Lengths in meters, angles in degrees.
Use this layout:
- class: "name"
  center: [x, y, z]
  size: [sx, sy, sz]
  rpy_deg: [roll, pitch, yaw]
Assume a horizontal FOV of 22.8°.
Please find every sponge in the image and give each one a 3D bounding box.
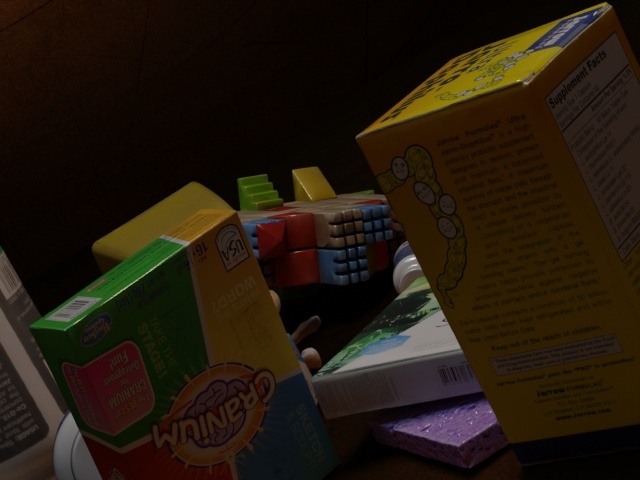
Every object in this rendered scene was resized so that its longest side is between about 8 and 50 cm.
- class: "sponge"
  center: [0.142, 0.181, 1.638]
  size: [0.117, 0.031, 0.210]
  rpy_deg: [-31, 12, -20]

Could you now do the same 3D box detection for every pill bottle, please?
- class: "pill bottle"
  center: [-0.419, 0.188, 2.009]
  size: [0.204, 0.361, 0.204]
  rpy_deg: [-26, 13, 6]
- class: "pill bottle"
  center: [-0.223, 0.239, 1.772]
  size: [0.152, 0.152, 0.272]
  rpy_deg: [-30, 1, -11]
- class: "pill bottle"
  center: [0.130, 0.044, 2.113]
  size: [0.067, 0.067, 0.120]
  rpy_deg: [-25, 13, 10]

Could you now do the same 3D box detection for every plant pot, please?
- class: "plant pot"
  center: [-0.185, 0.059, 2.432]
  size: [0.212, 0.212, 0.187]
  rpy_deg: [-34, 27, -27]

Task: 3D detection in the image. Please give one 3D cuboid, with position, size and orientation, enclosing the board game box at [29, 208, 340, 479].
- class: "board game box"
  center: [-0.129, 0.162, 1.617]
  size: [0.064, 0.316, 0.242]
  rpy_deg: [2, 31, 47]

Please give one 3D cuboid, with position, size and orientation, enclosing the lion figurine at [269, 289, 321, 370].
- class: "lion figurine"
  center: [-0.180, 0.156, 2.112]
  size: [0.240, 0.142, 0.392]
  rpy_deg: [-19, -1, -30]

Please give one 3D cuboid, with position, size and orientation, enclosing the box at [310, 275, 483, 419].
- class: "box"
  center: [0.158, 0.096, 1.771]
  size: [0.232, 0.058, 0.322]
  rpy_deg: [-13, 11, 29]

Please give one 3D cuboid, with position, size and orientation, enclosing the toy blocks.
- class: "toy blocks"
  center: [0.000, 0.000, 2.257]
  size: [0.381, 0.190, 0.261]
  rpy_deg: [-11, 8, -33]

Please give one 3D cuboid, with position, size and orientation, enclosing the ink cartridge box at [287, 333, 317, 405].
- class: "ink cartridge box"
  center: [-0.045, 0.178, 1.899]
  size: [0.052, 0.088, 0.122]
  rpy_deg: [-25, 13, 10]

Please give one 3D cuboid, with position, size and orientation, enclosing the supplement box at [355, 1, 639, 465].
- class: "supplement box"
  center: [0.224, -0.002, 1.459]
  size: [0.195, 0.356, 0.194]
  rpy_deg: [-16, 17, 40]
